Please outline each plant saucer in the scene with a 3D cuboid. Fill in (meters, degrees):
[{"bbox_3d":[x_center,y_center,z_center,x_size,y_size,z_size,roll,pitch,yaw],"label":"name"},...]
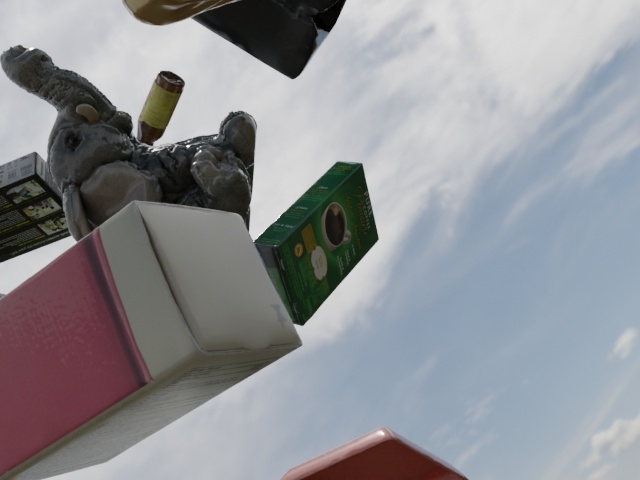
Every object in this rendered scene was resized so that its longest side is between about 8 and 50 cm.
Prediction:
[{"bbox_3d":[0.087,0.412,1.666,0.258,0.047,0.259,-30,-44,24],"label":"plant saucer"}]

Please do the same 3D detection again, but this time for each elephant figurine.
[{"bbox_3d":[-0.184,-0.059,0.910,0.239,0.186,0.169,4,-28,-4],"label":"elephant figurine"}]

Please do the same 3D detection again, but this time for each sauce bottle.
[{"bbox_3d":[-0.220,-0.163,1.263,0.042,0.042,0.128,-12,-41,-53],"label":"sauce bottle"}]

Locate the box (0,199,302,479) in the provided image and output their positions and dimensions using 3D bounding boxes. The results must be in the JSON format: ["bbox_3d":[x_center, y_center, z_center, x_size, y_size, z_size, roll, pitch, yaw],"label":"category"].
[{"bbox_3d":[-0.160,0.083,0.752,0.232,0.126,0.149,-33,-17,22],"label":"box"}]

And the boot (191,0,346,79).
[{"bbox_3d":[-0.138,-0.463,1.228,0.146,0.445,0.367,-49,-11,-53],"label":"boot"}]

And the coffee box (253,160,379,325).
[{"bbox_3d":[0.000,0.000,1.095,0.184,0.040,0.113,-47,-47,-41],"label":"coffee box"}]

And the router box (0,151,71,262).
[{"bbox_3d":[-0.425,-0.036,1.289,0.179,0.046,0.133,-20,-39,10],"label":"router box"}]

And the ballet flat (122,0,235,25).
[{"bbox_3d":[-0.051,-0.237,0.780,0.232,0.080,0.073,-30,7,-17],"label":"ballet flat"}]

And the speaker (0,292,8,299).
[{"bbox_3d":[-0.317,0.147,1.132,0.131,0.131,0.296,-50,-31,5],"label":"speaker"}]
